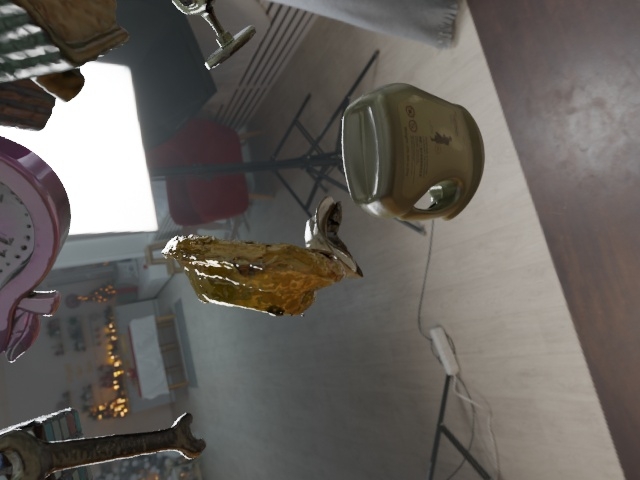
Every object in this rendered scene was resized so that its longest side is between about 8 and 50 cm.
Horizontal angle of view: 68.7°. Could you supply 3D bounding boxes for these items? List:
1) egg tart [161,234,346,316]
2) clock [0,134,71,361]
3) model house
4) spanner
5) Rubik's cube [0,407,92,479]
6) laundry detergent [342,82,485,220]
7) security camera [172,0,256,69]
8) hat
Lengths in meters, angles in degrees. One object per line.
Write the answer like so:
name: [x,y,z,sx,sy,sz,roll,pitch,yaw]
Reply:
egg tart: [-0.105,0.055,0.747,0.290,0.290,0.116,-1,81,61]
clock: [-0.485,0.010,0.583,0.102,0.337,0.339,-125,35,-65]
model house: [-0.558,-0.389,0.819,0.444,0.395,0.401,-3,86,22]
spanner: [-0.197,0.202,0.459,0.015,0.254,0.054,-30,64,14]
Rubik's cube: [-0.388,0.325,0.561,0.187,0.181,0.184,136,118,-68]
laundry detergent: [0.150,-0.117,0.657,0.091,0.253,0.181,-8,87,51]
security camera: [-0.101,-0.197,0.389,0.092,0.058,0.058,50,165,-30]
hat: [0.000,0.000,0.904,0.144,0.173,0.167,-27,70,29]
